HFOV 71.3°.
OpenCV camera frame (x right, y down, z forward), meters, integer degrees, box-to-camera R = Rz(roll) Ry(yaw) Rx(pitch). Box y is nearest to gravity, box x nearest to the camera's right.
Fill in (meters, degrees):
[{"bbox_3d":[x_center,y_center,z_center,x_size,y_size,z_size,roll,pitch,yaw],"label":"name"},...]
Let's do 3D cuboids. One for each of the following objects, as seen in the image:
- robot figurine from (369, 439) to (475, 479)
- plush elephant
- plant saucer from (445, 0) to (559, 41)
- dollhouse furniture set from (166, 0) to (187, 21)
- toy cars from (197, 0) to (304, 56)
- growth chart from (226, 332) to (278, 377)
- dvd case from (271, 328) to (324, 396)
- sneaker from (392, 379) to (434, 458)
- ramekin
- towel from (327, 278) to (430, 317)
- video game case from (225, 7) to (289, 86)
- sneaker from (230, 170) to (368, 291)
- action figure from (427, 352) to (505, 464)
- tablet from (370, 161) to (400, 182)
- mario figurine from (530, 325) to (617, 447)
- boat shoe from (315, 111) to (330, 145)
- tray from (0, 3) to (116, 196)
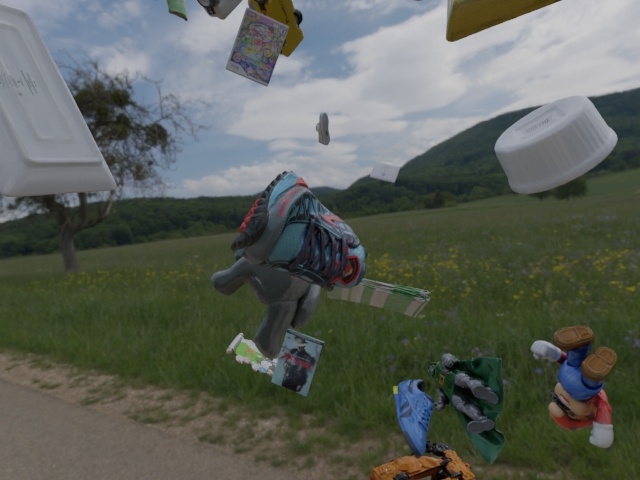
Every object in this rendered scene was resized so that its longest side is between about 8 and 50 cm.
[{"bbox_3d":[0.286,0.648,1.192,0.291,0.084,0.211,1,26,-28],"label":"robot figurine"},{"bbox_3d":[-0.072,0.086,1.165,0.272,0.330,0.255,43,18,22],"label":"plush elephant"},{"bbox_3d":[0.473,-0.722,1.151,0.333,0.332,0.081,-8,-23,37],"label":"plant saucer"},{"bbox_3d":[-0.384,-0.627,1.124,0.059,0.076,0.152,-22,-11,32],"label":"dollhouse furniture set"},{"bbox_3d":[-0.163,-0.488,0.853,0.087,0.176,0.394,10,7,29],"label":"toy cars"},{"bbox_3d":[-0.160,0.348,1.303,0.237,0.021,0.172,29,7,-8],"label":"growth chart"},{"bbox_3d":[-0.048,0.257,0.944,0.087,0.119,0.013,18,-2,17],"label":"dvd case"},{"bbox_3d":[0.213,0.377,0.978,0.082,0.069,0.209,-24,16,11],"label":"sneaker"},{"bbox_3d":[0.609,-0.260,1.188,0.277,0.135,0.277,-35,14,10],"label":"ramekin"},{"bbox_3d":[0.182,0.187,1.487,0.325,0.038,0.247,10,-22,6],"label":"towel"},{"bbox_3d":[-0.123,-0.374,0.866,0.087,0.121,0.011,20,4,-14],"label":"video game case"},{"bbox_3d":[0.000,0.000,0.512,0.125,0.104,0.262,34,8,14],"label":"sneaker"},{"bbox_3d":[0.214,0.229,0.701,0.064,0.137,0.232,12,-4,-1],"label":"action figure"},{"bbox_3d":[0.194,-0.206,1.342,0.083,0.054,0.006,18,-7,30],"label":"tablet"},{"bbox_3d":[0.590,0.354,1.048,0.170,0.320,0.198,-1,43,25],"label":"mario figurine"},{"bbox_3d":[0.002,-0.305,1.214,0.035,0.100,0.035,17,55,22],"label":"boat shoe"},{"bbox_3d":[-0.347,-0.178,0.519,0.030,0.270,0.145,-30,-4,27],"label":"tray"}]
